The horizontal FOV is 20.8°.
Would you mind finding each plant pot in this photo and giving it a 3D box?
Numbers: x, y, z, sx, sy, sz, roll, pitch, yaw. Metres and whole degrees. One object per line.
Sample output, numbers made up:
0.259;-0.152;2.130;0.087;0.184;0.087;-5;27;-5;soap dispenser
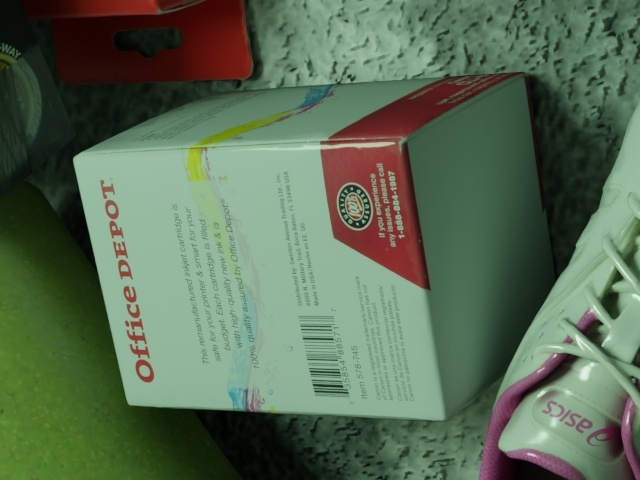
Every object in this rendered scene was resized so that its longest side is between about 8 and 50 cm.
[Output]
-0.172;0.118;0.897;0.276;0.276;0.254;-37;74;36;plant pot

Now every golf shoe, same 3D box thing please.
0.145;0.034;0.722;0.115;0.140;0.306;27;118;23;golf shoe

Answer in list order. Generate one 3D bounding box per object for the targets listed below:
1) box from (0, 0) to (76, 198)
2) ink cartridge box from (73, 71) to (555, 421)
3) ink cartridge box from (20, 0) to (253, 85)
-0.325;-0.190;0.846;0.395;0.097;0.318;18;138;39;box
0.000;0.000;0.804;0.176;0.127;0.128;0;108;31;ink cartridge box
-0.119;-0.181;0.842;0.134;0.078;0.231;1;109;32;ink cartridge box
